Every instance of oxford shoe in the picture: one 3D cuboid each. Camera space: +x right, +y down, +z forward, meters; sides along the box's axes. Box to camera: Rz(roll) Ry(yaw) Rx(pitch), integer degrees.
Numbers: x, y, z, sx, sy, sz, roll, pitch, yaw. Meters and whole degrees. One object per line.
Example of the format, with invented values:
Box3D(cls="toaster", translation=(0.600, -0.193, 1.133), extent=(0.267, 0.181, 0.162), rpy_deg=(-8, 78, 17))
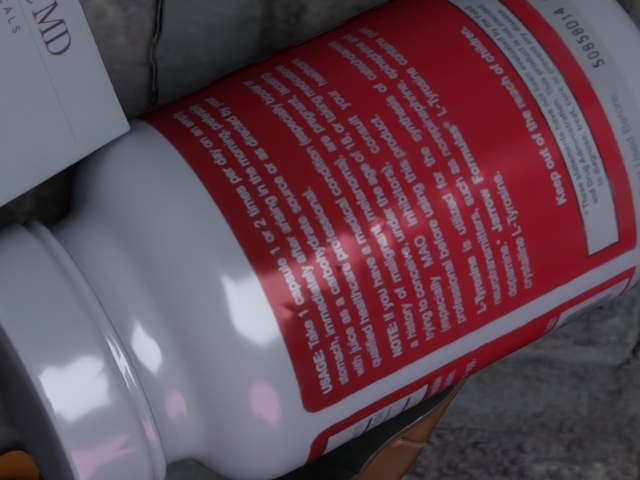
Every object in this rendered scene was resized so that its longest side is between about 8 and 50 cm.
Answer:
Box3D(cls="oxford shoe", translation=(0.037, 0.131, 1.259), extent=(0.212, 0.076, 0.076), rpy_deg=(-47, 143, -12))

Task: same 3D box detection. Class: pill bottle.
Box3D(cls="pill bottle", translation=(0.000, 0.000, 1.121), extent=(0.407, 0.229, 0.229), rpy_deg=(-26, 108, -18))

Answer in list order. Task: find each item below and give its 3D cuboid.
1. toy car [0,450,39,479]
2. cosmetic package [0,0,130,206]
Box3D(cls="toy car", translation=(-0.153, 0.214, 1.139), extent=(0.210, 0.219, 0.238), rpy_deg=(-30, 78, -23))
Box3D(cls="cosmetic package", translation=(-0.316, -0.072, 0.975), extent=(0.385, 0.156, 0.217), rpy_deg=(-32, 137, -12))
